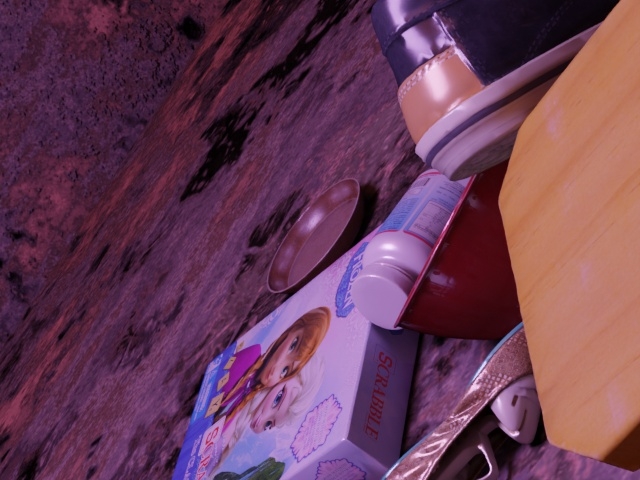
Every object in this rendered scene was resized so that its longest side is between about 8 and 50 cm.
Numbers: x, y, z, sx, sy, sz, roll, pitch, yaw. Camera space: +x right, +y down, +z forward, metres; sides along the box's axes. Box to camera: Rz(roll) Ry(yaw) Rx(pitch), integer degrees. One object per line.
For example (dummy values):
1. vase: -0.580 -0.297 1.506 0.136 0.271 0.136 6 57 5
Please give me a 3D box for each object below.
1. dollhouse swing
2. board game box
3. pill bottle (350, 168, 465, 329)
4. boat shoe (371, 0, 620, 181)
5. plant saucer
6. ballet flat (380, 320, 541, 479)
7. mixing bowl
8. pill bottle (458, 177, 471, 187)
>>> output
1. dollhouse swing: 0.310 -0.039 0.894 0.347 0.315 0.305 -95 17 -47
2. board game box: -0.030 0.171 1.543 0.318 0.066 0.318 -40 22 34
3. pill bottle: 0.094 0.009 1.464 0.087 0.087 0.160 -30 16 49
4. boat shoe: 0.249 -0.217 1.188 0.500 0.156 0.187 -29 -10 -24
5. plant saucer: 0.000 0.000 1.845 0.168 0.029 0.168 -46 20 22
6. ballet flat: 0.132 0.153 1.219 0.206 0.073 0.067 -52 45 10
7. mixing bowl: 0.146 0.015 1.315 0.181 0.098 0.181 -62 -2 -4
8. pill bottle: 0.217 -0.167 1.444 0.146 0.146 0.264 -23 35 56
